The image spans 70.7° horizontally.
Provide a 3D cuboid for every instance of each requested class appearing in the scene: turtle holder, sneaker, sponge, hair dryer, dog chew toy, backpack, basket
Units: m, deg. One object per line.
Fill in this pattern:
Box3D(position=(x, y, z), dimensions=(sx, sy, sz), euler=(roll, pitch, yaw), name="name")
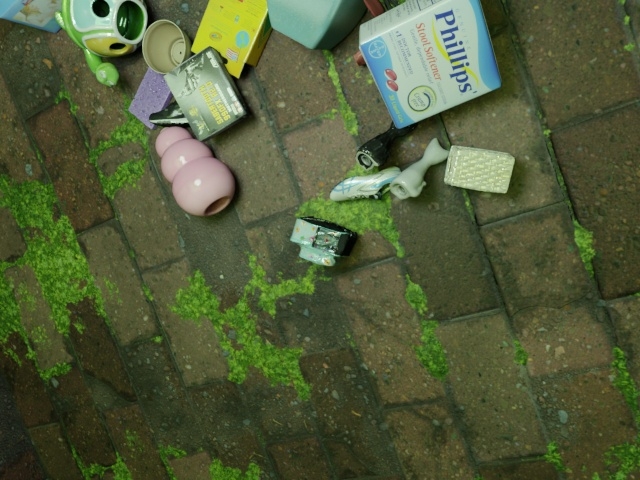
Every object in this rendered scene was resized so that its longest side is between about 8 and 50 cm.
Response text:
Box3D(position=(-0.695, -0.696, 1.449), dimensions=(0.228, 0.243, 0.320), euler=(25, 81, 26), name="turtle holder")
Box3D(position=(-0.442, -0.452, 1.521), dimensions=(0.284, 0.107, 0.124), euler=(-3, 96, 10), name="sneaker")
Box3D(position=(-0.585, -0.512, 1.586), dimensions=(0.117, 0.031, 0.210), euler=(39, 110, 7), name="sponge")
Box3D(position=(0.138, -0.157, 1.381), dimensions=(0.237, 0.085, 0.086), euler=(-15, 72, 19), name="sneaker")
Box3D(position=(0.171, -0.609, 1.233), dimensions=(0.224, 0.080, 0.293), euler=(9, 140, -16), name="hair dryer")
Box3D(position=(-0.433, -0.243, 1.507), dimensions=(0.207, 0.207, 0.331), euler=(-41, 79, 21), name="dog chew toy")
Box3D(position=(0.000, 0.000, 1.421), dimensions=(0.189, 0.166, 0.144), euler=(26, 99, 15), name="backpack")
Box3D(position=(0.441, -0.197, 1.251), dimensions=(0.167, 0.103, 0.113), euler=(9, 104, 5), name="basket")

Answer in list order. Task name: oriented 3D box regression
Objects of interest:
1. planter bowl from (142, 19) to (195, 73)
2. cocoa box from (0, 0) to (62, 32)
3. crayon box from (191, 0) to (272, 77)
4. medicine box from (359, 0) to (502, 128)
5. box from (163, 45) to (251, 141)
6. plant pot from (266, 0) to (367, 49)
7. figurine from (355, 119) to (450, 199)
Box3D(position=(-0.485, -0.627, 1.487), dimensions=(0.162, 0.109, 0.161), euler=(4, 103, 18), name="planter bowl")
Box3D(position=(-0.927, -0.913, 1.512), dimensions=(0.347, 0.231, 0.227), euler=(-26, 92, 21), name="cocoa box")
Box3D(position=(-0.254, -0.695, 1.410), dimensions=(0.202, 0.081, 0.318), euler=(34, 109, 10), name="crayon box")
Box3D(position=(0.283, -0.483, 1.176), dimensions=(0.290, 0.149, 0.263), euler=(-19, 127, 22), name="medicine box")
Box3D(position=(-0.355, -0.455, 1.416), dimensions=(0.183, 0.056, 0.231), euler=(-26, 97, 13), name="box")
Box3D(position=(-0.010, -0.682, 1.254), dimensions=(0.247, 0.248, 0.252), euler=(33, 121, 10), name="plant pot")
Box3D(position=(0.248, -0.251, 1.303), dimensions=(0.215, 0.092, 0.209), euler=(41, 74, 5), name="figurine")
